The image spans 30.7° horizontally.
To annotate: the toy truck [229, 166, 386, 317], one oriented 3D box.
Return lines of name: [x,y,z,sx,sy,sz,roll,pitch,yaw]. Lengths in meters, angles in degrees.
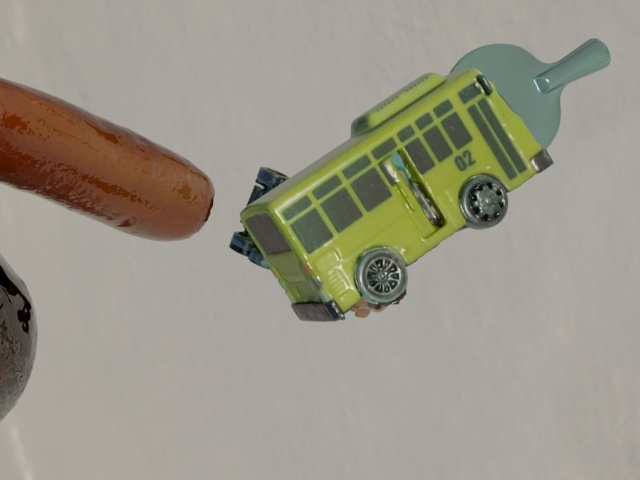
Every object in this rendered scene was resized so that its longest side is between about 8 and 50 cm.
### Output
toy truck: [0.000,0.000,1.399,0.256,0.140,0.108,31,101,47]

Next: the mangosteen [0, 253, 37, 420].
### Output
mangosteen: [-0.336,0.113,0.899,0.231,0.231,0.289,141,134,-60]

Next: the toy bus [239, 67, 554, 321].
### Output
toy bus: [0.046,-0.030,0.721,0.101,0.175,0.088,57,163,-6]

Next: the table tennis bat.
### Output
table tennis bat: [0.256,-0.183,1.427,0.153,0.244,0.040,62,162,-4]

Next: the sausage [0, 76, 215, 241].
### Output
sausage: [-0.206,-0.066,1.012,0.089,0.300,0.083,-11,69,37]
